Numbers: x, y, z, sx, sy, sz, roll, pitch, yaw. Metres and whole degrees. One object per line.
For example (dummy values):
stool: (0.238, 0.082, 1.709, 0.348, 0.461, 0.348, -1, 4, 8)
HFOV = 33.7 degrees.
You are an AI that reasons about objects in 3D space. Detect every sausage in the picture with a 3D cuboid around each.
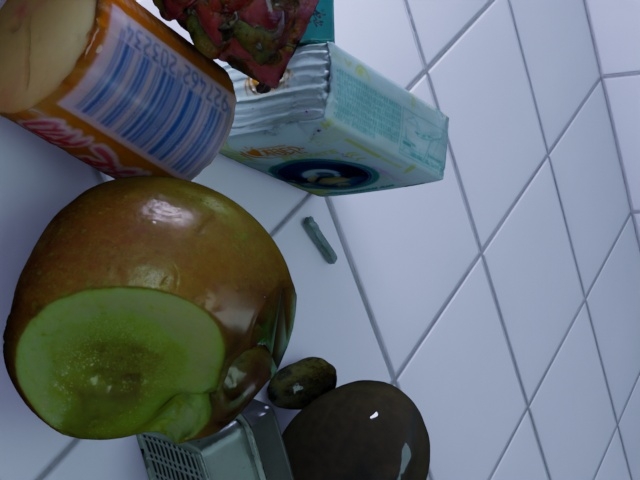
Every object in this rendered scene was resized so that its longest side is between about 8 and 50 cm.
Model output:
sausage: (-0.289, -0.217, 1.473, 0.287, 0.233, 0.233, 31, 65, -50)

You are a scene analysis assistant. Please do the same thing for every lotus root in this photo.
lotus root: (-0.029, 0.267, 1.959, 0.179, 0.080, 0.089, -13, 101, -52)

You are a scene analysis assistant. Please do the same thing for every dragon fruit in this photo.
dragon fruit: (-0.123, -0.403, 1.499, 0.262, 0.296, 0.314, 23, 92, -10)

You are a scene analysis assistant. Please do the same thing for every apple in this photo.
apple: (-0.221, 0.108, 1.432, 0.374, 0.374, 0.384, 49, 60, -42)

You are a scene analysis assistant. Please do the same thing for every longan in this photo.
longan: (0.051, 0.416, 1.886, 0.288, 0.288, 0.350, 19, 101, -53)

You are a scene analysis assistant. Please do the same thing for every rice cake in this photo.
rice cake: (0.000, 0.000, 2.055, 0.121, 0.021, 0.022, 56, 37, -37)

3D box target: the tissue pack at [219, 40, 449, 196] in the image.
tissue pack: (0.009, -0.197, 1.846, 0.388, 0.287, 0.162, 20, 68, -53)

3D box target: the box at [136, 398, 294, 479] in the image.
box: (-0.154, 0.384, 1.670, 0.166, 0.220, 0.291, -27, 112, -37)

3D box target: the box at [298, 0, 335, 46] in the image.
box: (-0.061, -0.387, 1.780, 0.092, 0.245, 0.153, -1, 90, -20)
